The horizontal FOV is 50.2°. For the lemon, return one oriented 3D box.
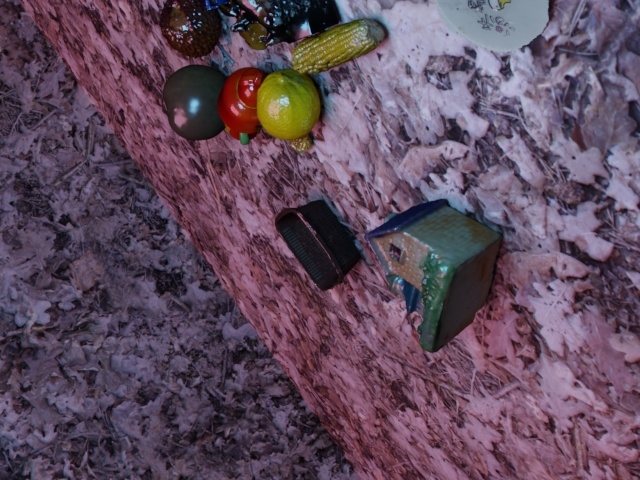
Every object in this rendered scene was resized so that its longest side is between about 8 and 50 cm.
[{"bbox_3d":[-0.086,-0.362,1.819,0.181,0.181,0.193,26,139,47],"label":"lemon"}]

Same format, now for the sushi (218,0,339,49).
[{"bbox_3d":[-0.124,-0.563,1.588,0.215,0.212,0.227,5,123,57],"label":"sushi"}]

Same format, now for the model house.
[{"bbox_3d":[0.249,0.065,1.672,0.280,0.245,0.312,34,139,31],"label":"model house"}]

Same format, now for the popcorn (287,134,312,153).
[{"bbox_3d":[-0.060,-0.297,1.995,0.083,0.057,0.082,-1,122,58],"label":"popcorn"}]

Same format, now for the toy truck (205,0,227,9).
[{"bbox_3d":[-0.296,-0.700,1.827,0.208,0.126,0.113,32,147,39],"label":"toy truck"}]

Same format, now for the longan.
[{"bbox_3d":[-0.393,-0.438,2.182,0.248,0.248,0.248,41,152,28],"label":"longan"}]

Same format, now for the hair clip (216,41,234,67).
[{"bbox_3d":[-0.315,-0.584,2.114,0.115,0.039,0.030,55,150,5],"label":"hair clip"}]

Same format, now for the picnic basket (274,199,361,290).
[{"bbox_3d":[0.000,0.000,2.176,0.296,0.129,0.222,55,154,-2],"label":"picnic basket"}]

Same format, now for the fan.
[{"bbox_3d":[0.267,-0.477,1.130,0.233,0.012,0.414,22,155,33],"label":"fan"}]

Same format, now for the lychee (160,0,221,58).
[{"bbox_3d":[-0.373,-0.631,2.010,0.188,0.188,0.188,41,152,28],"label":"lychee"}]

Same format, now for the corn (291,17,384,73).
[{"bbox_3d":[0.033,-0.450,1.592,0.320,0.097,0.096,2,124,58],"label":"corn"}]

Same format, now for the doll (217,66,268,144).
[{"bbox_3d":[-0.214,-0.408,1.990,0.363,0.160,0.182,147,132,-69],"label":"doll"}]
